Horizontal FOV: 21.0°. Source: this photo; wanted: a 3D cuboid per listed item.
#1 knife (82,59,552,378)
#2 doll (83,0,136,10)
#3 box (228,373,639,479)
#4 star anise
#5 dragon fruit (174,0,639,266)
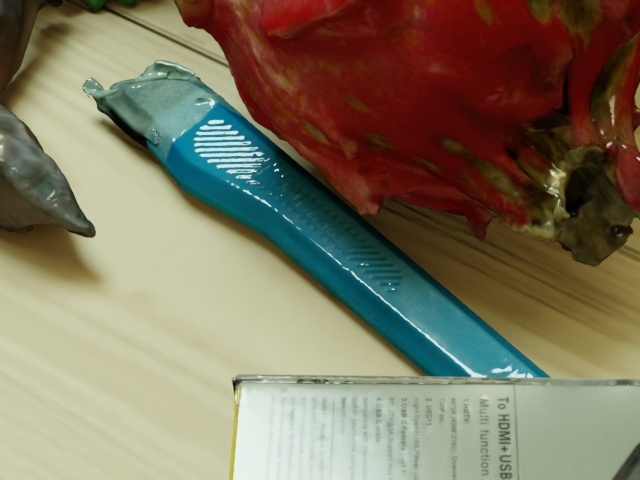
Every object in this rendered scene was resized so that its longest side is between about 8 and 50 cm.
[{"bbox_3d":[0.000,0.002,0.704,0.044,0.026,0.296,-32,53,-23],"label":"knife"},{"bbox_3d":[-0.110,-0.157,0.869,0.078,0.077,0.113,-2,14,-11],"label":"doll"},{"bbox_3d":[0.089,0.105,0.571,0.247,0.033,0.129,1,50,4],"label":"box"},{"bbox_3d":[-0.188,-0.053,0.747,0.171,0.063,0.208,-11,44,-2],"label":"star anise"},{"bbox_3d":[0.047,-0.105,0.689,0.210,0.205,0.268,-18,69,-16],"label":"dragon fruit"}]
